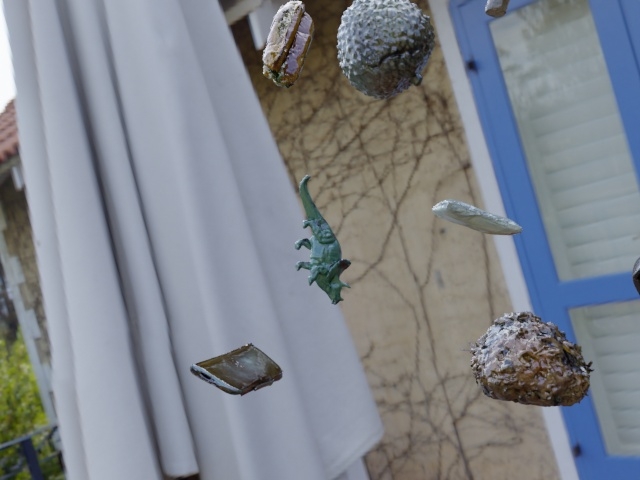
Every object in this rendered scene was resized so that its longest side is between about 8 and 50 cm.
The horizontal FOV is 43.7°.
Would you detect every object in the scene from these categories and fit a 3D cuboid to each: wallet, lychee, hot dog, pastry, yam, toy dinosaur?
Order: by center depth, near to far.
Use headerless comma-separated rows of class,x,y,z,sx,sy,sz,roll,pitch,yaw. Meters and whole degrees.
pastry,0.442,0.248,1.675,0.274,0.193,0.275,4,-9,1
yam,0.397,-0.588,1.696,0.056,0.241,0.057,16,-7,2
hot dog,-0.075,-0.450,1.814,0.072,0.115,0.269,-4,43,21
toy dinosaur,-0.015,0.008,1.814,0.120,0.292,0.079,-28,4,-15
wallet,-0.183,0.302,1.850,0.137,0.031,0.255,32,16,20
lychee,0.159,-0.486,1.993,0.255,0.274,0.255,-38,-7,-5

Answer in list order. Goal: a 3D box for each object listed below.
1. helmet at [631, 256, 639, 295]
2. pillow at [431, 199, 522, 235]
helmet,0.824,0.073,1.765,0.253,0.198,0.154,-12,33,36
pillow,0.416,-0.058,2.131,0.229,0.051,0.128,18,-8,-7
